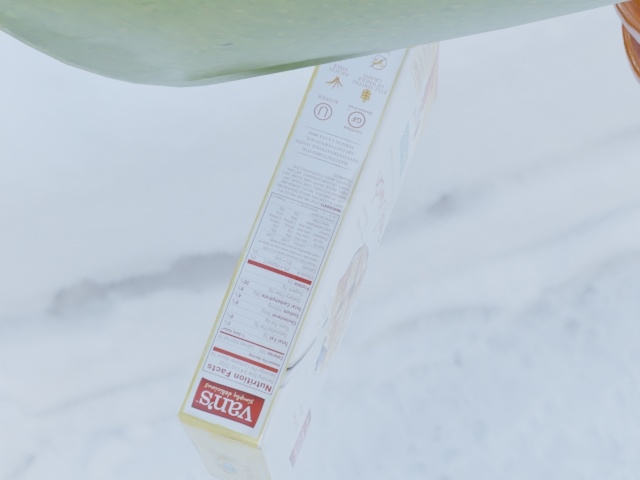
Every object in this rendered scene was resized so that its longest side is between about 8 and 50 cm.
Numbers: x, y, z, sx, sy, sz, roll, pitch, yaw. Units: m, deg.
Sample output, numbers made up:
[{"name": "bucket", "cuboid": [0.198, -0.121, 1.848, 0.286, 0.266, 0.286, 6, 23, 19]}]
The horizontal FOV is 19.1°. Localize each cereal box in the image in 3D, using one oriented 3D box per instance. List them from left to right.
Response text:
[{"name": "cereal box", "cuboid": [0.000, 0.000, 0.930, 0.047, 0.173, 0.240, 19, 77, 7]}]

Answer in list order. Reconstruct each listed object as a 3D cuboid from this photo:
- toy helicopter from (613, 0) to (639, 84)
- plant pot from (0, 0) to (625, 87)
[{"name": "toy helicopter", "cuboid": [0.264, -0.179, 0.708, 0.235, 0.140, 0.355, 20, 88, 14]}, {"name": "plant pot", "cuboid": [0.088, -0.165, 0.302, 0.293, 0.275, 0.275, 2, 67, 35]}]
